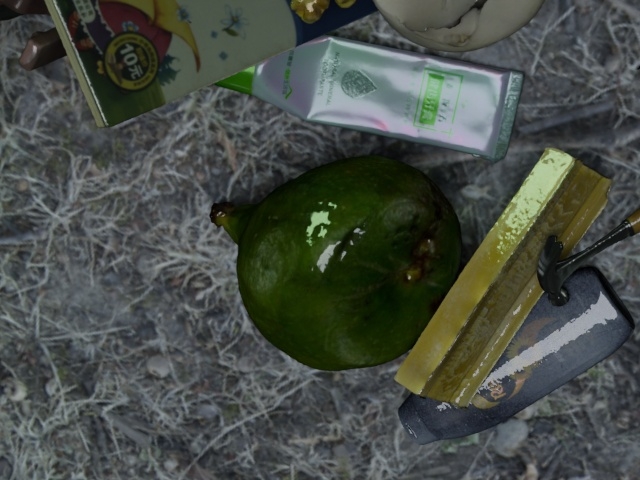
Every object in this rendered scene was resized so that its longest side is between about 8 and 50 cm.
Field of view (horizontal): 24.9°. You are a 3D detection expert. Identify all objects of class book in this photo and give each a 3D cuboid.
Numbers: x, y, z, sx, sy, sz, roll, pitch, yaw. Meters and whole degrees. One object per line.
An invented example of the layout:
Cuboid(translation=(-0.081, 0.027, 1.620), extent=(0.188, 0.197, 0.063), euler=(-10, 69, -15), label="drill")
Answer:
Cuboid(translation=(-0.086, -0.255, 1.200), extent=(0.322, 0.018, 0.228), euler=(-28, 103, -25), label="book")

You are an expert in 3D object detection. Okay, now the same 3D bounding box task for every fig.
Cuboid(translation=(0.000, 0.000, 1.310), extent=(0.235, 0.203, 0.203), euler=(35, 117, 46), label="fig")

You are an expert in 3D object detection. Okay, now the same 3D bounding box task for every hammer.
Cuboid(translation=(0.277, -0.018, 1.272), extent=(0.201, 0.021, 0.078), euler=(-33, 139, 0), label="hammer")

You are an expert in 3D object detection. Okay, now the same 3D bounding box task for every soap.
Cuboid(translation=(0.166, 0.036, 1.285), extent=(0.037, 0.092, 0.252), euler=(38, 98, 35), label="soap")

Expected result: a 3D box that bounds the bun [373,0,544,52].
Cuboid(translation=(0.127, -0.240, 1.218), extent=(0.172, 0.120, 0.173), euler=(-8, 78, 38), label="bun")

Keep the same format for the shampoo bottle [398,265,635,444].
Cuboid(translation=(0.177, 0.114, 1.351), extent=(0.233, 0.049, 0.087), euler=(-34, 87, 18), label="shampoo bottle")

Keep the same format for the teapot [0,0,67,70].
Cuboid(translation=(-0.336, -0.239, 1.186), extent=(0.300, 0.344, 0.253), euler=(35, 113, 1), label="teapot")

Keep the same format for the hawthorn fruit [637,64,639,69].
Cuboid(translation=(0.353, -0.237, 1.105), extent=(0.267, 0.268, 0.301), euler=(35, 118, -1), label="hawthorn fruit")

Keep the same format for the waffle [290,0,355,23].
Cuboid(translation=(-0.003, -0.292, 1.194), extent=(0.160, 0.046, 0.192), euler=(-41, 83, 12), label="waffle")

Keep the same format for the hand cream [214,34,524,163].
Cuboid(translation=(0.041, -0.136, 1.313), extent=(0.275, 0.050, 0.079), euler=(12, 135, 3), label="hand cream")
